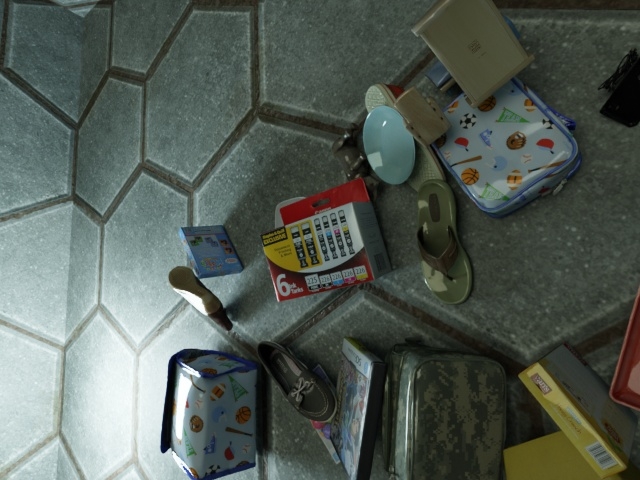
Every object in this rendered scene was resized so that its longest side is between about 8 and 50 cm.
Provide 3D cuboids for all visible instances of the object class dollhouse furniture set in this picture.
[{"bbox_3d":[0.260,-0.419,0.887,0.286,0.198,0.303,-39,25,25],"label":"dollhouse furniture set"}]

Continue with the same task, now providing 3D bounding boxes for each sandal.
[{"bbox_3d":[0.274,0.007,0.946,0.120,0.086,0.302,-12,92,37],"label":"sandal"}]

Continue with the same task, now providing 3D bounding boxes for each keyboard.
[{"bbox_3d":[0.626,-0.325,0.780,0.100,0.038,0.192,35,106,11],"label":"keyboard"}]

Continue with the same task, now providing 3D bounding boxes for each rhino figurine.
[{"bbox_3d":[0.105,-0.209,1.130,0.106,0.073,0.243,-50,57,45],"label":"rhino figurine"}]

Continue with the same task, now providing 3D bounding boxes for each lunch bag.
[{"bbox_3d":[0.235,0.379,0.865,0.256,0.213,0.305,147,126,-79],"label":"lunch bag"},{"bbox_3d":[0.401,-0.211,0.882,0.243,0.115,0.303,-39,61,25],"label":"lunch bag"},{"bbox_3d":[-0.390,0.544,1.323,0.385,0.239,0.327,-4,82,54],"label":"lunch bag"}]

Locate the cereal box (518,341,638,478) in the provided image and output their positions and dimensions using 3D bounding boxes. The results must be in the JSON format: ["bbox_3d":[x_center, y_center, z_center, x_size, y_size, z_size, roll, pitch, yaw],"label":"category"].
[{"bbox_3d":[0.452,0.274,0.694,0.047,0.240,0.173,-50,57,27],"label":"cereal box"}]

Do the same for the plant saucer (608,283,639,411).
[{"bbox_3d":[0.656,0.190,0.654,0.259,0.048,0.258,16,89,35],"label":"plant saucer"}]

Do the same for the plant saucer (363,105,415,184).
[{"bbox_3d":[0.178,-0.236,0.990,0.195,0.037,0.195,47,148,40],"label":"plant saucer"}]

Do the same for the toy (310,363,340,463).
[{"bbox_3d":[0.009,0.489,1.125,0.137,0.056,0.237,-50,58,22],"label":"toy"}]

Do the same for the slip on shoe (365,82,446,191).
[{"bbox_3d":[0.233,-0.263,1.023,0.331,0.101,0.123,63,154,13],"label":"slip on shoe"}]

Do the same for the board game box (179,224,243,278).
[{"bbox_3d":[-0.391,0.036,1.427,0.211,0.160,0.039,57,132,29],"label":"board game box"}]

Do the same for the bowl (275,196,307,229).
[{"bbox_3d":[-0.076,-0.059,1.265,0.142,0.053,0.142,-9,79,36],"label":"bowl"}]

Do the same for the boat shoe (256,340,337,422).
[{"bbox_3d":[-0.084,0.387,1.126,0.112,0.095,0.335,-57,37,-4],"label":"boat shoe"}]

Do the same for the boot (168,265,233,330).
[{"bbox_3d":[-0.424,0.209,1.413,0.248,0.207,0.090,28,61,37],"label":"boot"}]

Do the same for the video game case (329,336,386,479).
[{"bbox_3d":[0.080,0.392,0.956,0.248,0.035,0.274,176,103,-79],"label":"video game case"}]

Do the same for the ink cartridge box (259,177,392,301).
[{"bbox_3d":[0.000,0.000,1.101,0.309,0.130,0.272,-18,87,31],"label":"ink cartridge box"}]

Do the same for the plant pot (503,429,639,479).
[{"bbox_3d":[0.454,0.442,0.707,0.212,0.212,0.187,-38,49,28],"label":"plant pot"}]
